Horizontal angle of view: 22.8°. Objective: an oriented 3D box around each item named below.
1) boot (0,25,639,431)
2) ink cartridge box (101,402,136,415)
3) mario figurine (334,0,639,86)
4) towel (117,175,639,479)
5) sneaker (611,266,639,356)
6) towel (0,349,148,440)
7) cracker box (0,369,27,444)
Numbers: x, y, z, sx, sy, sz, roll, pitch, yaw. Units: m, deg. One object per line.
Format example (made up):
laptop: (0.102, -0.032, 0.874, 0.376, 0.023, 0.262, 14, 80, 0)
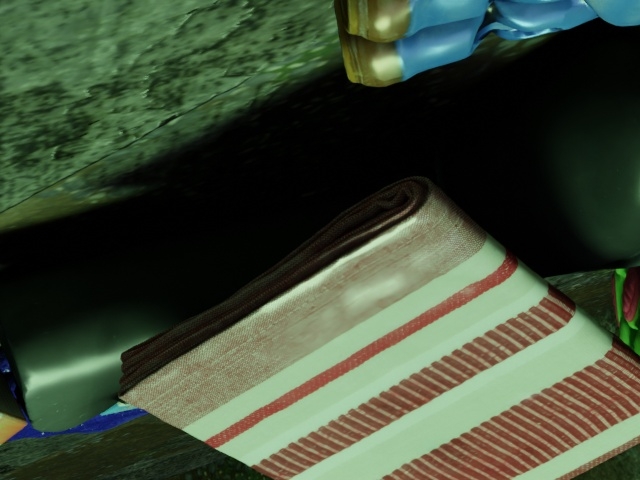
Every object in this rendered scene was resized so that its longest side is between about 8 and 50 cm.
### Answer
boot: (0.000, 0.001, 1.053, 0.445, 0.146, 0.367, -12, 167, -10)
ink cartridge box: (-0.121, 0.077, 1.315, 0.092, 0.090, 0.143, -8, 166, -44)
mario figurine: (0.159, -0.156, 0.641, 0.320, 0.170, 0.198, -8, -155, -2)
towel: (0.063, 0.093, 1.018, 0.237, 0.037, 0.329, -31, 137, 23)
sneaker: (0.347, -0.019, 1.065, 0.202, 0.185, 0.483, 6, 148, -18)
towel: (-0.249, 0.153, 1.523, 0.227, 0.076, 0.308, -24, 168, 25)
cracker box: (-0.318, 0.117, 1.022, 0.155, 0.067, 0.232, -37, 154, 7)
